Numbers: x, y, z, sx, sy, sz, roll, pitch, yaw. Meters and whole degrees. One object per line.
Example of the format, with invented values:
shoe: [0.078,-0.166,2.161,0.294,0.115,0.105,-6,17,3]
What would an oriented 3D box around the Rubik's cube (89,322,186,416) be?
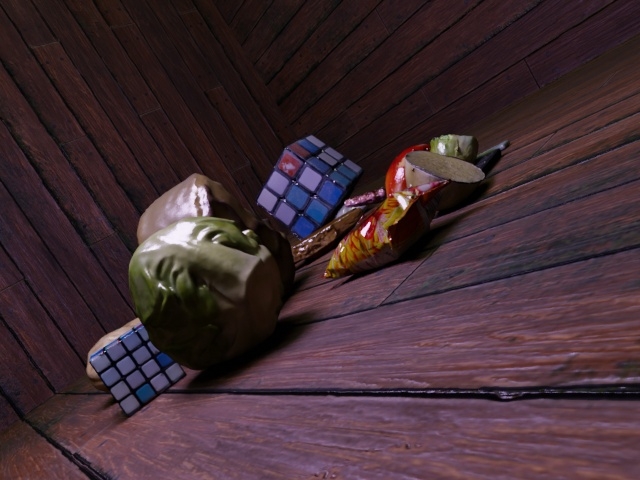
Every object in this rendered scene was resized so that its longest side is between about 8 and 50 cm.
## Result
Rubik's cube: [-0.429,0.291,1.107,0.155,0.154,0.151,-35,7,-23]

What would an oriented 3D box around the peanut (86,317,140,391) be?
peanut: [-0.561,0.328,1.447,0.192,0.170,0.387,-26,6,9]

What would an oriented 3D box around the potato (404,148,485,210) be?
potato: [0.275,-0.126,1.101,0.202,0.182,0.117,-28,-43,-53]

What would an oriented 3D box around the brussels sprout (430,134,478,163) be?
brussels sprout: [0.411,-0.254,1.454,0.151,0.122,0.149,3,-2,-21]

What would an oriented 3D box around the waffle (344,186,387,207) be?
waffle: [0.221,-0.168,1.819,0.234,0.056,0.221,-16,0,41]

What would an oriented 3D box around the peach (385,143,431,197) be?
peach: [0.311,-0.228,1.571,0.267,0.154,0.158,-34,7,-27]

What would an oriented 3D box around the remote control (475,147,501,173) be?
remote control: [0.435,-0.196,1.279,0.063,0.025,0.245,-28,7,43]

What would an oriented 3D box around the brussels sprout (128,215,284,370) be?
brussels sprout: [-0.231,0.113,0.952,0.328,0.328,0.247,-27,32,40]

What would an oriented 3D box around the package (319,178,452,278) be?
package: [0.130,-0.013,0.984,0.223,0.108,0.288,-42,3,-34]

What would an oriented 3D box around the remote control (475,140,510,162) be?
remote control: [0.531,-0.276,1.479,0.124,0.018,0.053,-26,9,47]

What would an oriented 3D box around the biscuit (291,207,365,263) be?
biscuit: [0.000,0.000,1.746,0.368,0.076,0.394,-32,3,3]

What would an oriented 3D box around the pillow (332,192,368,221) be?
pillow: [0.138,-0.137,2.118,0.144,0.078,0.254,-45,9,-19]

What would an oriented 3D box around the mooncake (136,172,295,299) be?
mooncake: [-0.253,0.023,1.265,0.246,0.393,0.394,-34,-4,17]

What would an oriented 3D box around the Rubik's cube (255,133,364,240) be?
Rubik's cube: [-0.041,-0.259,2.290,0.359,0.362,0.363,-60,-9,32]
